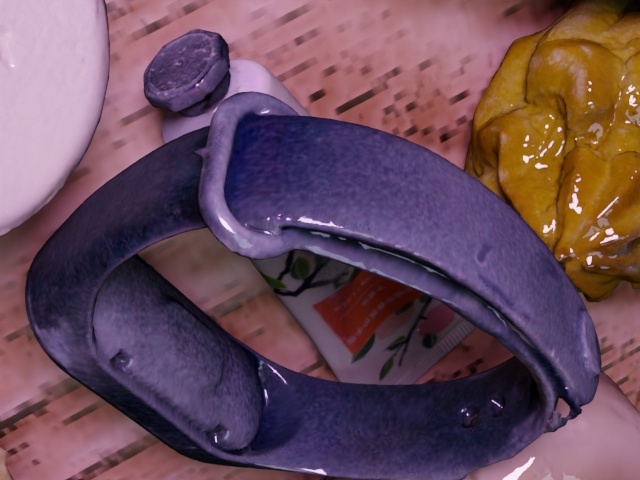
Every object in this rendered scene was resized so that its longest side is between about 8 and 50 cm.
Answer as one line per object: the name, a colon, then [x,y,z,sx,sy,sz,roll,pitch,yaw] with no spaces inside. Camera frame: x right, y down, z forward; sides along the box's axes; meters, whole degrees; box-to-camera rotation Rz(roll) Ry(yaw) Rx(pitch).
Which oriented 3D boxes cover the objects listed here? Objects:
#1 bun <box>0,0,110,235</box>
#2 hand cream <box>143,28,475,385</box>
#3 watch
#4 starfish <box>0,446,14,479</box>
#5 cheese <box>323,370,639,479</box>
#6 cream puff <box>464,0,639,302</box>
bun: [-0.146,-0.064,0.439,0.138,0.094,0.138,-2,93,-53]
hand cream: [0.000,0.000,0.574,0.080,0.050,0.234,-42,133,-2]
watch: [-0.003,0.029,0.514,0.193,0.068,0.206,-13,140,24]
starfish: [-0.158,0.213,0.547,0.324,0.082,0.432,-32,120,12]
cheese: [0.084,0.165,0.661,0.217,0.117,0.235,-6,122,-20]
cream puff: [0.136,-0.033,0.571,0.146,0.116,0.146,-9,120,-16]
